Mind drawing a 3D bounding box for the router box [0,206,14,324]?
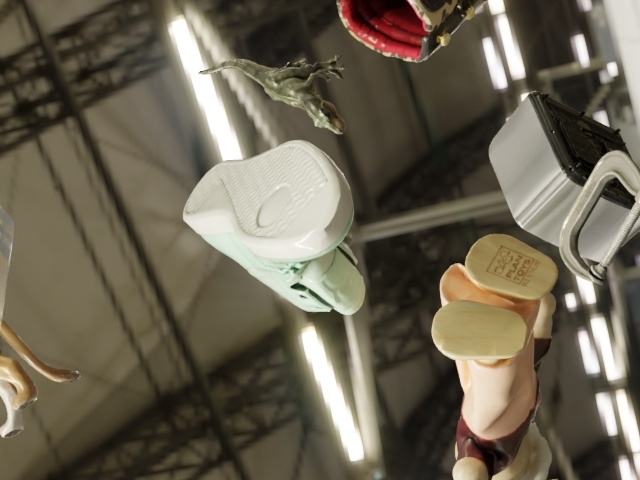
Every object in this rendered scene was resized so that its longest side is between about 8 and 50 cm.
[{"bbox_3d":[-0.420,0.058,1.750,0.309,0.081,0.243,83,-168,-78],"label":"router box"}]

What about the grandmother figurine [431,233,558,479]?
[{"bbox_3d":[0.155,0.132,1.394,0.208,0.104,0.342,-50,-25,-26],"label":"grandmother figurine"}]

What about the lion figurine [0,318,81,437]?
[{"bbox_3d":[-0.524,0.182,2.091,0.240,0.392,0.142,62,-175,15],"label":"lion figurine"}]

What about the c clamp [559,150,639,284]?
[{"bbox_3d":[0.298,-0.018,1.624,0.022,0.161,0.137,7,-140,-31],"label":"c clamp"}]

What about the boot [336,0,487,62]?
[{"bbox_3d":[0.192,-0.317,1.646,0.138,0.284,0.377,55,162,-19],"label":"boot"}]

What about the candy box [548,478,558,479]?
[{"bbox_3d":[0.095,0.386,1.800,0.268,0.317,0.122,-3,-110,-44],"label":"candy box"}]

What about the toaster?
[{"bbox_3d":[0.318,-0.073,1.979,0.168,0.110,0.186,20,-145,-32],"label":"toaster"}]

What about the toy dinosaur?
[{"bbox_3d":[-0.042,-0.224,2.224,0.118,0.268,0.064,-27,-52,-37],"label":"toy dinosaur"}]

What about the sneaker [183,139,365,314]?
[{"bbox_3d":[0.000,0.000,1.260,0.151,0.256,0.094,36,-100,-21],"label":"sneaker"}]
